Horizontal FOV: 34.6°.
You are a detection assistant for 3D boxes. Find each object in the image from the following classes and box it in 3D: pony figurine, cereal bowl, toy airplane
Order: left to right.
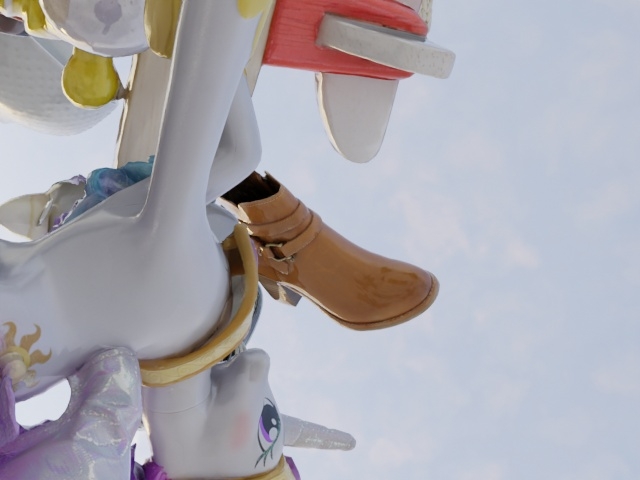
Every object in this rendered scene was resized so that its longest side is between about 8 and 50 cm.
[{"bbox_3d":[-0.455,-0.272,1.462,0.141,0.339,0.339,-41,-108,4],"label":"cereal bowl"},{"bbox_3d":[-0.140,0.045,0.478,0.303,0.351,0.363,36,-42,50],"label":"pony figurine"},{"bbox_3d":[-0.093,-0.162,0.686,0.384,0.272,0.386,-28,-78,10],"label":"toy airplane"}]

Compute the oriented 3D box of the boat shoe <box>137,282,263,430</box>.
[{"bbox_3d":[-0.154,0.138,1.408,0.105,0.306,0.113,-23,-77,42],"label":"boat shoe"}]

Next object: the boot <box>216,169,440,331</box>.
[{"bbox_3d":[0.000,0.000,1.319,0.283,0.109,0.220,13,-35,37],"label":"boot"}]

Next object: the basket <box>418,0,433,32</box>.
[{"bbox_3d":[0.070,-0.312,1.224,0.113,0.103,0.167,53,-19,31],"label":"basket"}]
